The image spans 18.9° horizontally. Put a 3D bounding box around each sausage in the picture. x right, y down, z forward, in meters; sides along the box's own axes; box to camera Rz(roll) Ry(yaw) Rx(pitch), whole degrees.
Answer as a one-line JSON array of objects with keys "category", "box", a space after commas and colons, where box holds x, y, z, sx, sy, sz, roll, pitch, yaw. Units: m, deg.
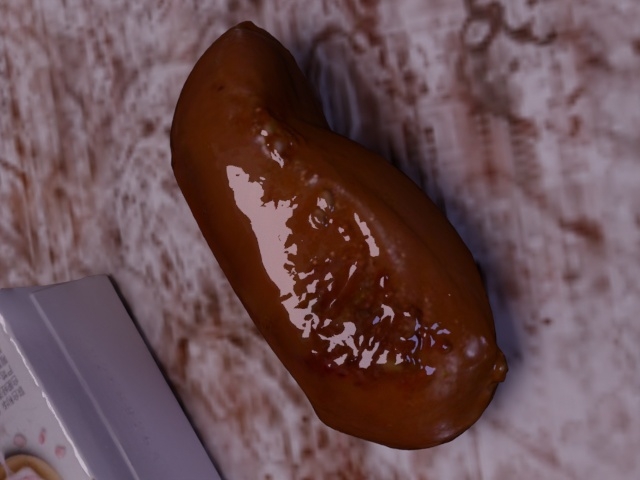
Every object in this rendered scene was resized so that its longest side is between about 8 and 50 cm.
[{"category": "sausage", "box": [0.000, 0.000, 0.728, 0.089, 0.089, 0.179, -42, 75, 31]}]

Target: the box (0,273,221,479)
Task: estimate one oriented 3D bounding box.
[{"category": "box", "box": [-0.144, 0.123, 0.847, 0.199, 0.081, 0.135, -39, 74, 33]}]
